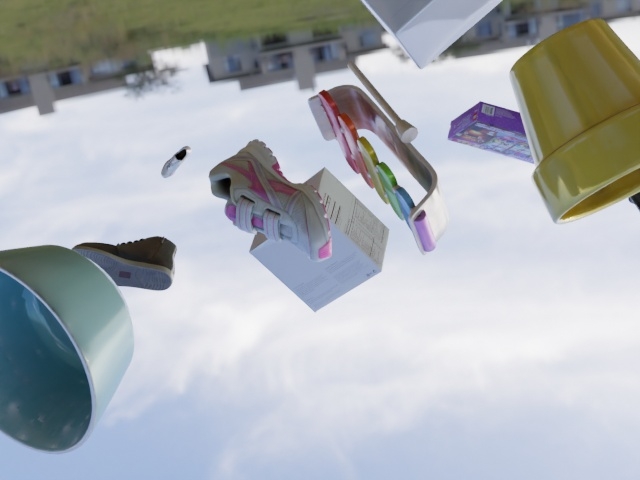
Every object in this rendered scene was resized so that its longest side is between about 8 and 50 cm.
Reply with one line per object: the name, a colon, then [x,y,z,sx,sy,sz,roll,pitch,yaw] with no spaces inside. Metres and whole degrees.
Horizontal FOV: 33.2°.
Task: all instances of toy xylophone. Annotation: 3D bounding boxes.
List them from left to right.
toy xylophone: [0.090,-0.139,1.661,0.081,0.236,0.322,-34,-132,-5]

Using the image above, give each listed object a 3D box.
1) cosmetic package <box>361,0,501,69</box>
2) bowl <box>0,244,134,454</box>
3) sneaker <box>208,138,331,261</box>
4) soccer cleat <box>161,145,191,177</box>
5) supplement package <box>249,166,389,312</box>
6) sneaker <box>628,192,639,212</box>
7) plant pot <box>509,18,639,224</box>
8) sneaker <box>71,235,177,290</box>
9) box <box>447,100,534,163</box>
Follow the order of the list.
cosmetic package: [0.155,-0.425,1.614,0.224,0.138,0.224,-41,-115,8]
bowl: [-0.386,0.131,1.523,0.311,0.311,0.163,6,-152,33]
sneaker: [-0.077,-0.043,1.571,0.111,0.103,0.252,-27,-133,-24]
soccer cleat: [-0.291,-0.158,2.147,0.083,0.029,0.035,-43,178,9]
supplement package: [0.000,0.000,2.216,0.194,0.203,0.149,-34,-155,30]
sneaker: [0.641,-0.133,1.751,0.257,0.447,0.169,-27,-125,-7]
plant pot: [0.404,-0.184,1.591,0.254,0.239,0.254,-25,168,-6]
sneaker: [-0.417,0.034,2.283,0.222,0.083,0.118,16,-144,-10]
box: [0.493,-0.263,2.706,0.293,0.057,0.201,14,169,-11]
